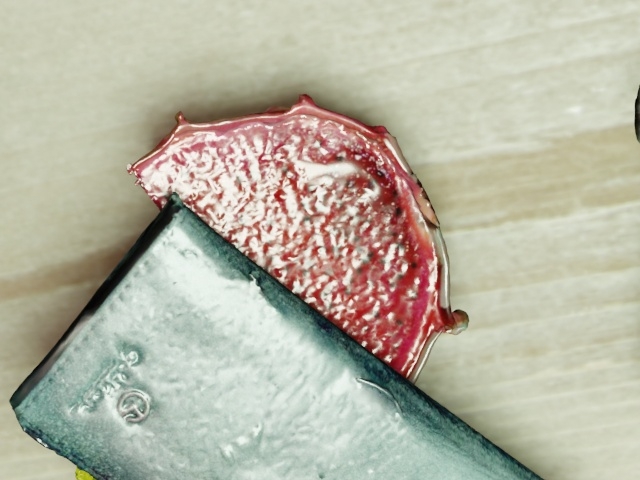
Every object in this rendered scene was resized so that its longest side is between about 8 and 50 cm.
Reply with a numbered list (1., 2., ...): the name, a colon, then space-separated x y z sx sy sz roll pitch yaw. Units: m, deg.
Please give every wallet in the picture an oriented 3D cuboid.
1. wallet: -0.007 0.155 1.232 0.379 0.046 0.190 38 94 -11

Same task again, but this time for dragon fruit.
1. dragon fruit: 0.003 -0.006 1.287 0.161 0.126 0.274 -38 104 5

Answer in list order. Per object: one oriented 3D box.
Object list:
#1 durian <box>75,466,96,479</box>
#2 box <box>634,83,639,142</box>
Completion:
1. durian: -0.072 0.174 1.323 0.198 0.146 0.159 41 103 -9
2. box: 0.334 0.019 1.218 0.262 0.291 0.206 37 129 39
